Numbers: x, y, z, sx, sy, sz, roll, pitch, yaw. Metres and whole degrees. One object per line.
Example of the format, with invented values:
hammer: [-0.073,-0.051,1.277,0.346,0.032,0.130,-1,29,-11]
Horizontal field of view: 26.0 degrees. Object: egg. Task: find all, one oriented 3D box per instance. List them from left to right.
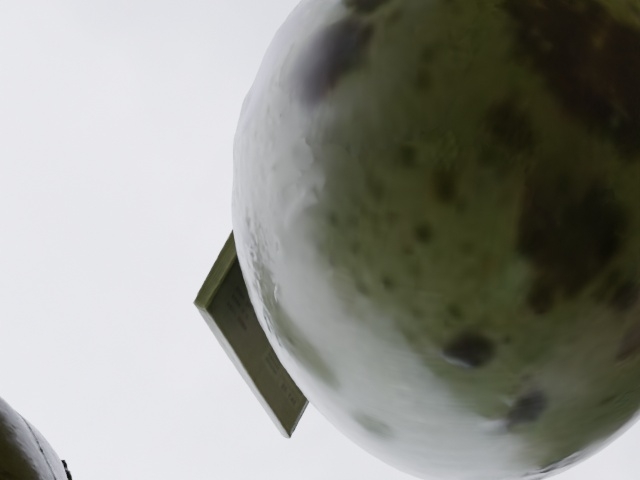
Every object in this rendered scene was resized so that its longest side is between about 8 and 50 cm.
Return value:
egg: [0.112,-0.014,0.974,0.345,0.345,0.428,-51,-34,-33]

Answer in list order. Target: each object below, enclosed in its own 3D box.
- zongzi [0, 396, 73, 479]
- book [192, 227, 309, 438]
zongzi: [-0.329,0.221,1.182,0.174,0.356,0.393,-33,-52,-5]
book: [0.000,0.000,1.174,0.283,0.025,0.215,-61,-34,-28]
